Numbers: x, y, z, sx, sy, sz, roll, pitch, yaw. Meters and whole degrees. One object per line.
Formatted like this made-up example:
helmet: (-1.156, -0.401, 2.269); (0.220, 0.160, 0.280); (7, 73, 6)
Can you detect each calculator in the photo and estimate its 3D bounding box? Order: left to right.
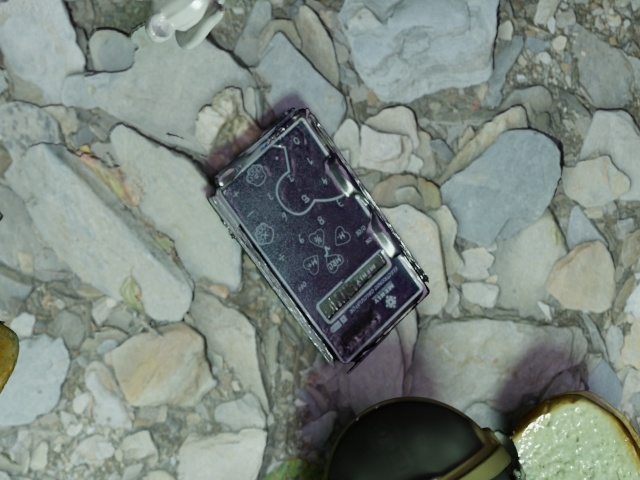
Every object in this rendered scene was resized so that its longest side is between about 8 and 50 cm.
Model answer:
calculator: (0.000, 0.000, 1.671); (0.166, 0.028, 0.274); (-44, 108, -26)

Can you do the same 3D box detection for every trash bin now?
trash bin: (0.131, 0.326, 1.600); (0.214, 0.214, 0.333); (-24, 85, -30)

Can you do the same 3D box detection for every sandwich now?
sandwich: (0.270, 0.335, 1.746); (0.288, 0.099, 0.254); (-35, 73, 5)

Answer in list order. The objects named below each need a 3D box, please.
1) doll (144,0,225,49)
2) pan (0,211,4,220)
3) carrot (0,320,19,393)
doll: (-0.064, -0.343, 1.552); (0.188, 0.099, 0.384); (44, 62, -18)
pan: (-0.350, -0.062, 1.470); (0.115, 0.023, 0.068); (47, 64, -19)
carrot: (-0.368, 0.211, 1.417); (0.078, 0.078, 0.298); (26, 78, -27)
